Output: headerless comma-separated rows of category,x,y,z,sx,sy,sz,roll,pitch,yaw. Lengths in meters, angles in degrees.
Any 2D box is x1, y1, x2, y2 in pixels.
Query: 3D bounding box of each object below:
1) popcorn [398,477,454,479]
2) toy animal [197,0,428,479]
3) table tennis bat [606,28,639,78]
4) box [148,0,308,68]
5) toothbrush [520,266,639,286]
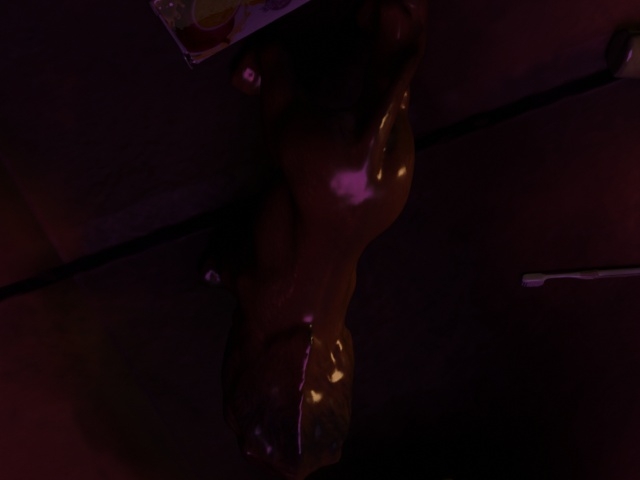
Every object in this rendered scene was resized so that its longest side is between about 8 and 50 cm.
popcorn,0.047,0.289,1.112,0.332,0.225,0.265,5,122,11
toy animal,0.000,0.000,0.864,0.097,0.158,0.312,2,132,-17
table tennis bat,0.280,-0.096,0.940,0.246,0.022,0.138,3,131,-19
box,0.011,-0.158,0.801,0.207,0.041,0.050,-28,129,11
toothbrush,0.174,0.022,1.029,0.097,0.006,0.008,-4,142,-10
